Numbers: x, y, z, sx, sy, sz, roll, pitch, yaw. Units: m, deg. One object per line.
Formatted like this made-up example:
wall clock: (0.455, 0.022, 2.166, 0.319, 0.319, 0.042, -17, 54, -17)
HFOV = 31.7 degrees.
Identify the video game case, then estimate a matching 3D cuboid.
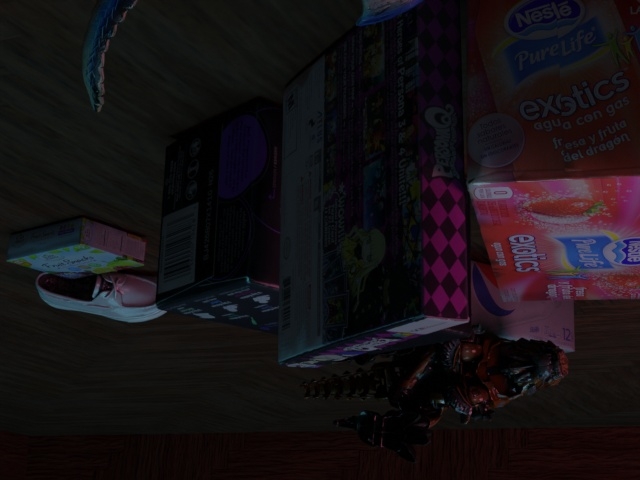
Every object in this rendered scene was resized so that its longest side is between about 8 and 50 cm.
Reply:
video game case: (0.031, -0.037, 0.812, 0.042, 0.232, 0.210, 8, 162, -26)

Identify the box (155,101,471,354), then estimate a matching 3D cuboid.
box: (0.000, 0.000, 1.048, 0.270, 0.165, 0.143, 17, 158, -37)

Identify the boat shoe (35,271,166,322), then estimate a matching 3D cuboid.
boat shoe: (-0.289, 0.065, 1.500, 0.184, 0.066, 0.063, 11, 165, 6)

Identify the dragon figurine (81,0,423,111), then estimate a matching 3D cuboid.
dragon figurine: (0.017, -0.154, 0.483, 0.144, 0.289, 0.085, 38, 172, 21)

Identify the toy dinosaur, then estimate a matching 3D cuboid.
toy dinosaur: (0.124, 0.175, 1.346, 0.322, 0.164, 0.218, -34, 163, 26)

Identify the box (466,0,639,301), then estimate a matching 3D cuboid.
box: (0.193, -0.063, 0.841, 0.142, 0.154, 0.300, -2, 161, 13)

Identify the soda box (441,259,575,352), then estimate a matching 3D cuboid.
soda box: (0.190, 0.083, 1.421, 0.286, 0.091, 0.098, 14, 159, -33)

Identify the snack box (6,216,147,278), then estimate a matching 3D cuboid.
snack box: (-0.293, 0.011, 1.351, 0.141, 0.037, 0.100, -11, 157, 38)
